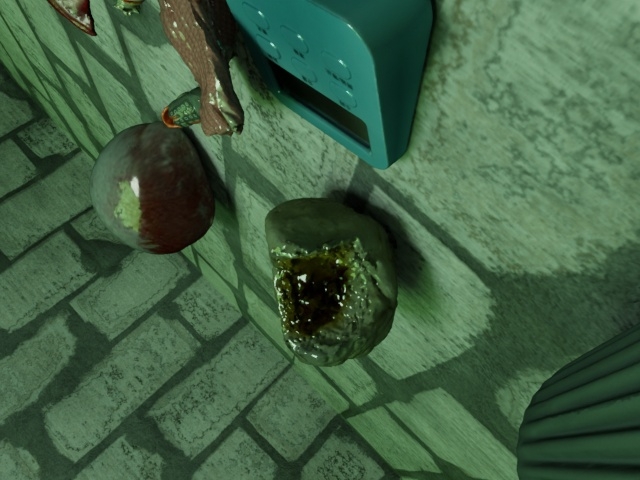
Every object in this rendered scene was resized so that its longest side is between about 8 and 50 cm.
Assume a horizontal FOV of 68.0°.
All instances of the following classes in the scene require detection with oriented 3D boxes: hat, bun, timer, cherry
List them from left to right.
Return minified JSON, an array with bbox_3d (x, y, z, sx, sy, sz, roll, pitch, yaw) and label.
[{"bbox_3d":[-0.428,-0.137,1.206,0.327,0.291,0.334,22,138,37],"label":"cherry"},{"bbox_3d":[-0.149,-0.281,0.618,0.237,0.107,0.286,-137,29,-67],"label":"hat"},{"bbox_3d":[-0.002,-0.200,0.542,0.232,0.091,0.250,38,160,22],"label":"timer"},{"bbox_3d":[0.028,0.059,0.770,0.281,0.205,0.281,172,90,-87],"label":"bun"}]

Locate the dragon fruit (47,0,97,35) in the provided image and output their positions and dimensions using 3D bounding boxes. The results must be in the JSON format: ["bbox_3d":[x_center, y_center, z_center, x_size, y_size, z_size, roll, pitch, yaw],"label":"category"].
[{"bbox_3d":[-0.466,-0.528,0.760,0.282,0.100,0.343,52,150,34],"label":"dragon fruit"}]

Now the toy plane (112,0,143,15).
[{"bbox_3d":[-0.296,-0.409,0.699,0.286,0.092,0.108,53,139,38],"label":"toy plane"}]

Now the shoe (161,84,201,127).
[{"bbox_3d":[-0.254,-0.254,0.930,0.194,0.077,0.074,14,140,55],"label":"shoe"}]

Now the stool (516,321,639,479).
[{"bbox_3d":[0.315,0.173,0.325,0.297,0.297,0.330,41,162,16],"label":"stool"}]
